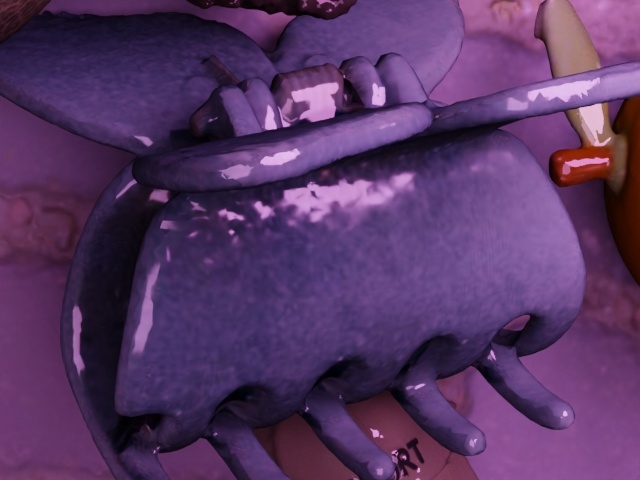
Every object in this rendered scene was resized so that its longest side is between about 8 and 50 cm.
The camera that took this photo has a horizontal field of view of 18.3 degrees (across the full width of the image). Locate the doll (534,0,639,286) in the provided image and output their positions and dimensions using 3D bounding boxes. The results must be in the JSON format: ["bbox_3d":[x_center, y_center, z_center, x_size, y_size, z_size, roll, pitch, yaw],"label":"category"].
[{"bbox_3d":[0.240,-0.041,1.222,0.236,0.213,0.213,7,96,-5],"label":"doll"}]

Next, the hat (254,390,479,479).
[{"bbox_3d":[0.043,0.151,1.235,0.147,0.175,0.085,-32,136,-10],"label":"hat"}]

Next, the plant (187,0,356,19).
[{"bbox_3d":[-0.036,-0.196,1.147,0.142,0.203,0.131,7,101,-20],"label":"plant"}]

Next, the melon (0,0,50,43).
[{"bbox_3d":[-0.214,-0.237,1.091,0.237,0.237,0.302,32,87,-13],"label":"melon"}]

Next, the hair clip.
[{"bbox_3d":[0.000,0.000,1.140,0.318,0.392,0.238,-13,110,-25],"label":"hair clip"}]
